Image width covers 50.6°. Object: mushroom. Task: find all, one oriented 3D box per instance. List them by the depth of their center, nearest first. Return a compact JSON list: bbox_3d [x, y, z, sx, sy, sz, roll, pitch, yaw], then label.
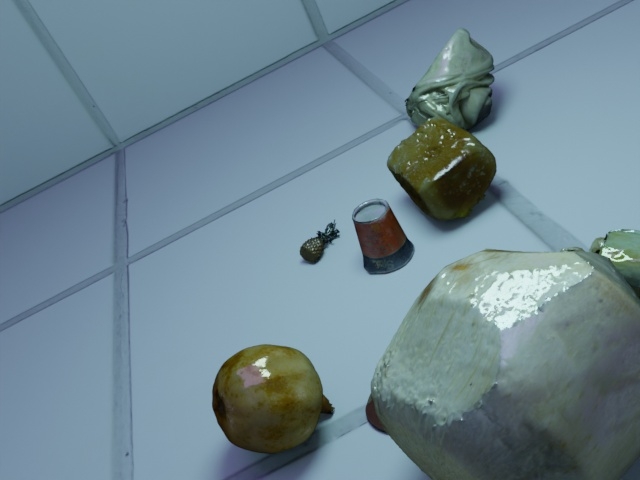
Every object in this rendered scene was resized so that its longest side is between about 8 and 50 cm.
[{"bbox_3d":[0.580,0.049,1.011,0.312,0.081,0.100,17,50,34],"label":"mushroom"}]

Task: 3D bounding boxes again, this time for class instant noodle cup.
[{"bbox_3d":[0.133,-0.016,1.522,0.127,0.135,0.127,-18,33,12],"label":"instant noodle cup"}]

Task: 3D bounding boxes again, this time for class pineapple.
[{"bbox_3d":[0.000,0.000,1.681,0.058,0.058,0.124,4,38,40],"label":"pineapple"}]

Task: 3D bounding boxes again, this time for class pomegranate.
[{"bbox_3d":[-0.095,0.279,1.208,0.207,0.207,0.207,-19,33,13],"label":"pomegranate"}]

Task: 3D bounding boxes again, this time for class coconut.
[{"bbox_3d":[0.286,0.170,0.956,0.416,0.344,0.415,-20,36,15],"label":"coconut"}]

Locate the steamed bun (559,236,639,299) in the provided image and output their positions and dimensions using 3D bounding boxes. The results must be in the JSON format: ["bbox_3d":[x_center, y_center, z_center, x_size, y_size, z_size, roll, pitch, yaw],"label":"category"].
[{"bbox_3d":[0.504,0.061,1.172,0.192,0.106,0.177,-26,34,-1],"label":"steamed bun"}]

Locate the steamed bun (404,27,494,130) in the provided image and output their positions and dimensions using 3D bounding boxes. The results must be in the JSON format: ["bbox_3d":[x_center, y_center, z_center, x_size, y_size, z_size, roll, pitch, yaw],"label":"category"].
[{"bbox_3d":[0.374,-0.405,1.826,0.280,0.207,0.268,-55,-2,-9],"label":"steamed bun"}]

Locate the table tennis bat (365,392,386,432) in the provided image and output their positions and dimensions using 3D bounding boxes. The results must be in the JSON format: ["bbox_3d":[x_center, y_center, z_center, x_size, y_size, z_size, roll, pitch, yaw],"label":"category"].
[{"bbox_3d":[0.167,0.251,1.233,0.131,0.022,0.234,4,45,40],"label":"table tennis bat"}]

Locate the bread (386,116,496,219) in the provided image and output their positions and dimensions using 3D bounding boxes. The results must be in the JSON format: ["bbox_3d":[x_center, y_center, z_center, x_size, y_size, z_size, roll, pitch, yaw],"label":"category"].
[{"bbox_3d":[0.288,-0.163,1.585,0.195,0.176,0.246,-40,35,3],"label":"bread"}]
